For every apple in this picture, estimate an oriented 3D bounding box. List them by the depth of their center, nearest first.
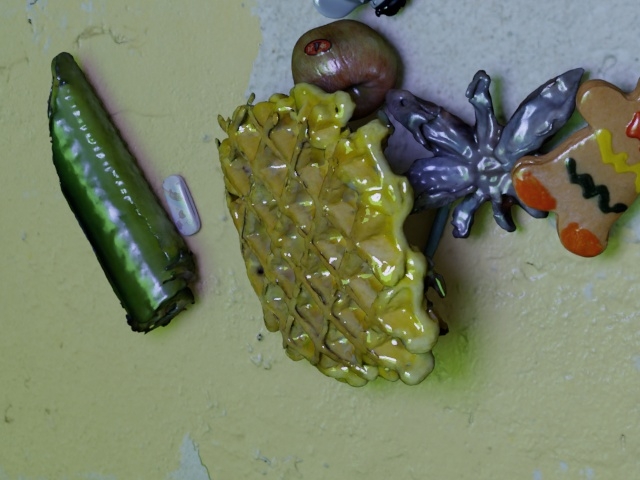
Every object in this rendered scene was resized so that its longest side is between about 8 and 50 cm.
[{"bbox_3d":[0.028,-0.203,1.826,0.126,0.126,0.102,-50,41,29],"label":"apple"}]

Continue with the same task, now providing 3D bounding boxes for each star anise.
[{"bbox_3d":[0.175,-0.095,1.756,0.258,0.110,0.198,-1,102,14],"label":"star anise"}]

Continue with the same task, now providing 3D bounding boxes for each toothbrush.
[{"bbox_3d":[0.135,0.013,1.869,0.025,0.019,0.275,25,113,18],"label":"toothbrush"}]

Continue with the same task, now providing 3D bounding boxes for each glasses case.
[{"bbox_3d":[-0.186,-0.047,2.040,0.032,0.021,0.083,-19,92,31],"label":"glasses case"}]

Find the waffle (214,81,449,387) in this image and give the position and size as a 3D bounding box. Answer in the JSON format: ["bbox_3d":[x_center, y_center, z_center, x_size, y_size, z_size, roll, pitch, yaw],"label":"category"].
[{"bbox_3d":[0.000,0.000,1.821,0.380,0.095,0.382,-5,105,61],"label":"waffle"}]

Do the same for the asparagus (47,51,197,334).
[{"bbox_3d":[-0.286,-0.063,2.047,0.382,0.108,0.128,60,143,6],"label":"asparagus"}]

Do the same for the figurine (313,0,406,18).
[{"bbox_3d":[0.034,-0.344,1.786,0.147,0.126,0.192,-29,103,23],"label":"figurine"}]

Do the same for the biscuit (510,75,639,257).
[{"bbox_3d":[0.332,-0.102,1.670,0.165,0.036,0.250,42,105,-19],"label":"biscuit"}]
